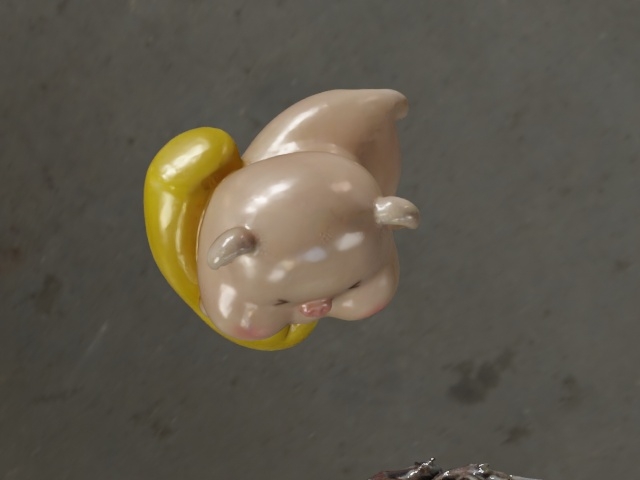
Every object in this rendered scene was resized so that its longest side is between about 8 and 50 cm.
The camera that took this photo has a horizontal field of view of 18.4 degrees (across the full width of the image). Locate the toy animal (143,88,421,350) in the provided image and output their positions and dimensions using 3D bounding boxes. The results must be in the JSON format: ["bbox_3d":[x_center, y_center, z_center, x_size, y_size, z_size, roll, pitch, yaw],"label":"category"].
[{"bbox_3d":[0.000,0.000,0.704,0.114,0.082,0.091,-23,115,-32],"label":"toy animal"}]

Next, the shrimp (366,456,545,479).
[{"bbox_3d":[0.089,0.145,1.000,0.165,0.065,0.056,8,104,22],"label":"shrimp"}]
